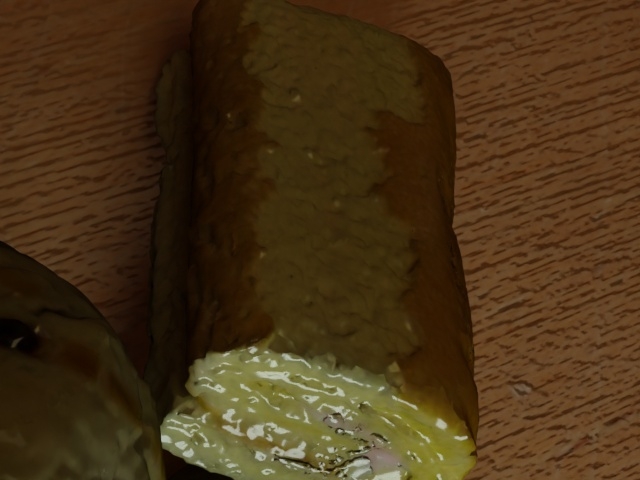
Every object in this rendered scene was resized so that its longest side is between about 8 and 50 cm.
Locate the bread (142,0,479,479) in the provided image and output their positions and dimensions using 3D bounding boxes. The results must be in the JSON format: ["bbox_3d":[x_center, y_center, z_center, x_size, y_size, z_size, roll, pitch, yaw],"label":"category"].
[{"bbox_3d":[0.000,0.000,1.350,0.236,0.165,0.375,18,45,-23],"label":"bread"}]

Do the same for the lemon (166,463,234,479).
[{"bbox_3d":[-0.036,0.246,1.363,0.260,0.204,0.204,-21,97,-29],"label":"lemon"}]

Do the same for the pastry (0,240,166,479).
[{"bbox_3d":[-0.291,0.171,1.151,0.388,0.388,0.313,-15,135,-29],"label":"pastry"}]
